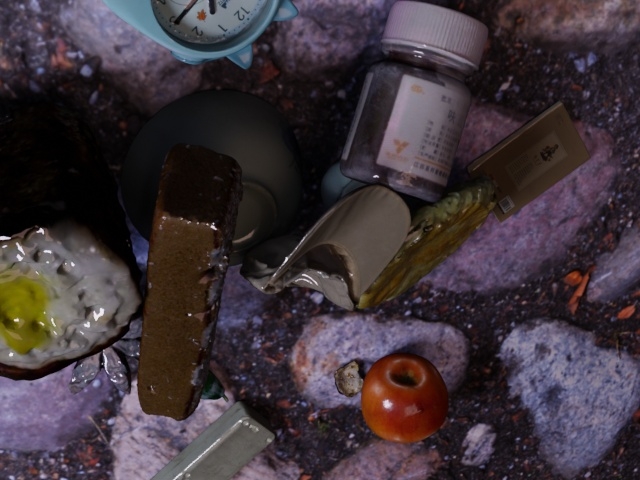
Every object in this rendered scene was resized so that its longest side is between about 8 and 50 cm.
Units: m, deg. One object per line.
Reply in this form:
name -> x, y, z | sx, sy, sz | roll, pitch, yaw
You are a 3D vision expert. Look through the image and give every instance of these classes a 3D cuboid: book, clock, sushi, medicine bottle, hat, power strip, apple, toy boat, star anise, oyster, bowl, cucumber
book -> 0.359, -0.133, 1.958 | 0.199, 0.016, 0.138 | -36, 125, 1
clock -> -0.162, -0.359, 1.569 | 0.223, 0.094, 0.274 | -45, 127, 8
sushi -> -0.396, 0.007, 1.548 | 0.281, 0.294, 0.299 | -10, 133, -16
medicine bottle -> 0.141, -0.205, 1.696 | 0.165, 0.165, 0.273 | 17, 92, -29
hat -> 0.000, 0.000, 1.681 | 0.214, 0.149, 0.244 | 18, 106, -49
power strip -> -0.212, 0.409, 2.026 | 0.288, 0.053, 0.093 | -42, 127, 6
apple -> 0.149, 0.278, 2.032 | 0.163, 0.163, 0.139 | -17, 131, -12
toy boat -> 0.084, -0.080, 1.856 | 0.208, 0.079, 0.134 | 12, 122, -39
star anise -> -0.358, 0.152, 1.787 | 0.262, 0.081, 0.230 | -19, 112, -7
oyster -> 0.050, 0.253, 2.061 | 0.054, 0.019, 0.083 | -22, 123, -11
bowl -> -0.144, -0.067, 1.715 | 0.289, 0.146, 0.289 | -11, 123, -17
cucumber -> -0.236, 0.216, 1.901 | 0.250, 0.056, 0.056 | 36, 101, -33

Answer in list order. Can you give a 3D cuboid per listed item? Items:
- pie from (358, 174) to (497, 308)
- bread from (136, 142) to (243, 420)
pie -> 0.154, 0.005, 1.846 | 0.306, 0.071, 0.306 | -37, 162, -14
bread -> -0.189, 0.070, 1.611 | 0.113, 0.165, 0.416 | 11, 133, -3
